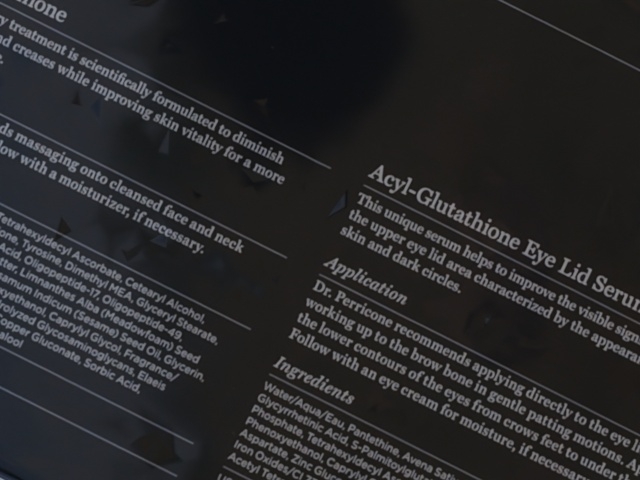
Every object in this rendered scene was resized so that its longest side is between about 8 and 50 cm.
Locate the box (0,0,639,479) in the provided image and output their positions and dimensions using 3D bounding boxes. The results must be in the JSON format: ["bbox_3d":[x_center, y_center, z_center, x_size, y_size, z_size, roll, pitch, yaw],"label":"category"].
[{"bbox_3d":[0.000,0.000,0.401,0.184,0.261,0.103,-63,0,-3],"label":"box"}]
